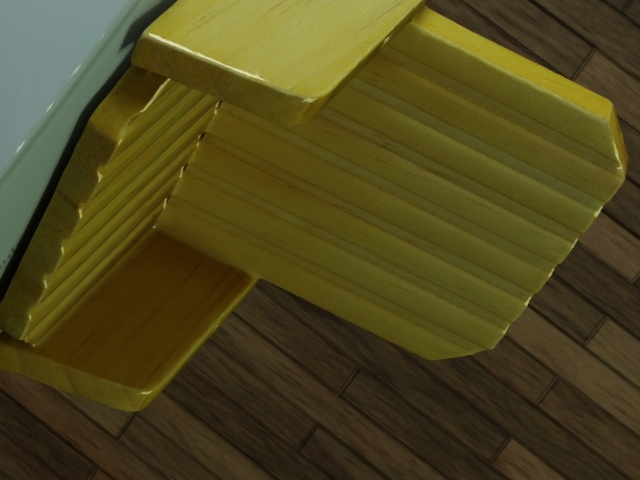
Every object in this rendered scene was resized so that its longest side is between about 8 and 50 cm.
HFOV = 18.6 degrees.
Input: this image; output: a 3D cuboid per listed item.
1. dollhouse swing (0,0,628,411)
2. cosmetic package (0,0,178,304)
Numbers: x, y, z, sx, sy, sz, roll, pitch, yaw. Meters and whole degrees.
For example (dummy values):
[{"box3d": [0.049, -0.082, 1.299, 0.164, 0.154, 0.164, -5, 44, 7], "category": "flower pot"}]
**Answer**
[{"box3d": [0.000, 0.000, 1.403, 0.315, 0.305, 0.347, -49, 175, -49], "category": "dollhouse swing"}, {"box3d": [-0.274, -0.163, 1.393, 0.327, 0.329, 0.393, -53, 174, 5], "category": "cosmetic package"}]
